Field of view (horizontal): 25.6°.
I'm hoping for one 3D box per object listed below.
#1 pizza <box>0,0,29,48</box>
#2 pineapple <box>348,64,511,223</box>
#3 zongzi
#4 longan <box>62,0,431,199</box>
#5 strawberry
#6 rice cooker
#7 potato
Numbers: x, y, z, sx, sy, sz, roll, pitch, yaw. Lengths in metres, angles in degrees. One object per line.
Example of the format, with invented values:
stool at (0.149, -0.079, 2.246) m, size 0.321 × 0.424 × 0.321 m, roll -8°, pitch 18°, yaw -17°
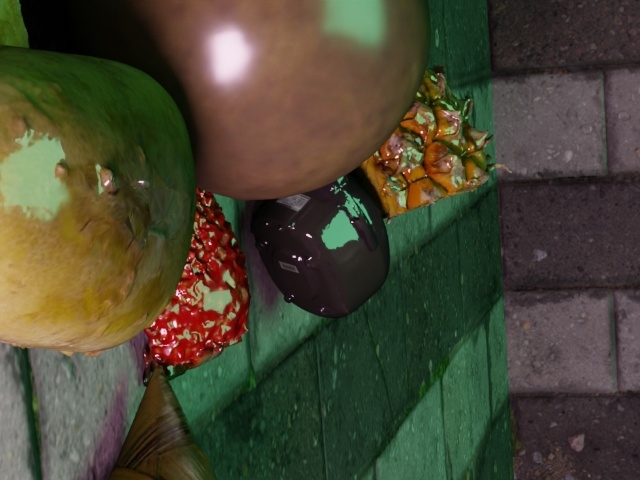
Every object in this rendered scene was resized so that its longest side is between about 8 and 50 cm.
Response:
pizza at (-0.257, -0.202, 0.914) m, size 0.271 × 0.056 × 0.134 m, roll 65°, pitch 26°, yaw -56°
pineapple at (0.099, -0.178, 1.722) m, size 0.344 × 0.209 × 0.286 m, roll 178°, pitch -106°, yaw -80°
zongzi at (-0.157, 0.242, 1.116) m, size 0.286 × 0.138 × 0.300 m, roll 14°, pitch 61°, yaw -65°
longan at (-0.063, -0.189, 1.145) m, size 0.319 × 0.319 × 0.318 m, roll -2°, pitch 90°, yaw -73°
strawberry at (-0.116, 0.021, 1.312) m, size 0.167 × 0.087 × 0.208 m, roll -42°, pitch 127°, yaw -67°
rice cooker at (0.000, -0.001, 1.603) m, size 0.118 × 0.142 × 0.203 m, roll -48°, pitch 135°, yaw -29°
potato at (-0.187, -0.029, 0.927) m, size 0.307 × 0.173 × 0.210 m, roll 13°, pitch 80°, yaw -71°
